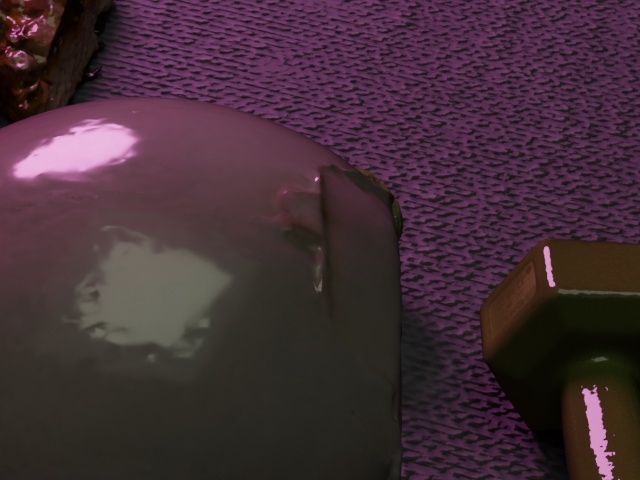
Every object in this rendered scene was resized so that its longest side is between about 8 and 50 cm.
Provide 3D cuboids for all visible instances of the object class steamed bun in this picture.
[{"bbox_3d":[-0.113,0.078,0.867,0.309,0.309,0.309,3,40,-3],"label":"steamed bun"}]

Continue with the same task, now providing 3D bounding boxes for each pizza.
[{"bbox_3d":[-0.203,-0.148,1.294,0.154,0.069,0.194,-5,40,-13],"label":"pizza"}]

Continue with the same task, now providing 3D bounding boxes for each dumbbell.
[{"bbox_3d":[0.151,0.126,0.982,0.108,0.121,0.302,25,36,-21],"label":"dumbbell"}]

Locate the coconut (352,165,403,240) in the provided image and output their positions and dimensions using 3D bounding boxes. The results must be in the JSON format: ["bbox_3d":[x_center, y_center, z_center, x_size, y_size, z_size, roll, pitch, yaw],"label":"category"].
[{"bbox_3d":[0.000,0.000,1.136,0.088,0.096,0.088,31,28,-19],"label":"coconut"}]
